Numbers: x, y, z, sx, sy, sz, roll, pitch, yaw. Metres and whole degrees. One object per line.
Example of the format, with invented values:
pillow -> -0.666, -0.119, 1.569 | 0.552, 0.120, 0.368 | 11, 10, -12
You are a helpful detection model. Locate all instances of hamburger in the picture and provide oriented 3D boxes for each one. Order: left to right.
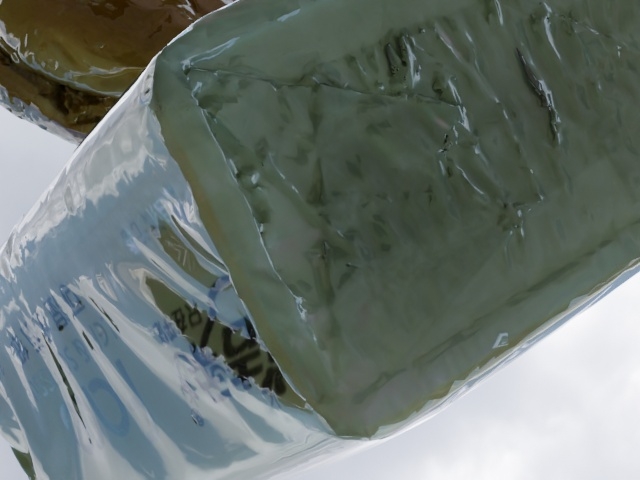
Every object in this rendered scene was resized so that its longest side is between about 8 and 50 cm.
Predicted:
hamburger -> -0.176, -0.191, 1.156 | 0.318, 0.158, 0.319 | 12, -150, -7

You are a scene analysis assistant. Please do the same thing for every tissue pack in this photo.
tissue pack -> 0.000, 0.000, 0.695 | 0.331, 0.405, 0.205 | -28, -94, -33
